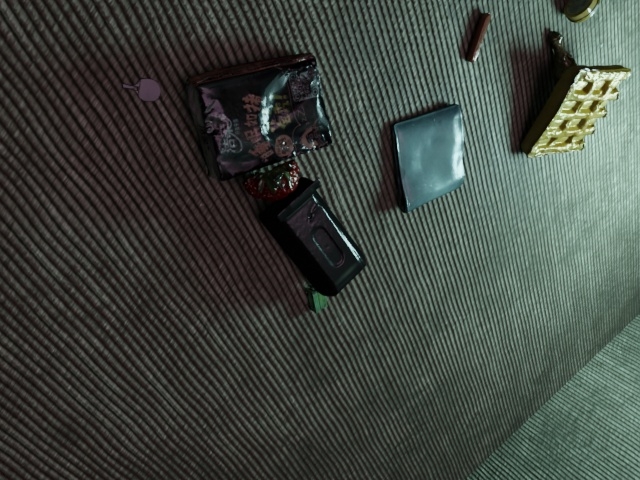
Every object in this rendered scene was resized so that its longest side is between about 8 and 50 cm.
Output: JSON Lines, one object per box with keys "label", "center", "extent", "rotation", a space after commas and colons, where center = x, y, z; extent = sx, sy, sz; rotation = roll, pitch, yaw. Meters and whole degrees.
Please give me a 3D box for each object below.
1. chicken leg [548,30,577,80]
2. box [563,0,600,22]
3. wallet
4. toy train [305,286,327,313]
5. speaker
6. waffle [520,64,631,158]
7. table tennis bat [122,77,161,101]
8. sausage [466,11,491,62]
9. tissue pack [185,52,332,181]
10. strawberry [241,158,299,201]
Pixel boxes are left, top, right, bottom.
{"label": "chicken leg", "center": [0.805, -0.606, 1.783], "extent": [0.069, 0.085, 0.198], "rotation": [-30, 114, 10]}
{"label": "box", "center": [0.837, -0.754, 1.714], "extent": [0.037, 0.105, 0.105], "rotation": [24, 97, -32]}
{"label": "wallet", "center": [0.337, -0.251, 1.652], "extent": [0.251, 0.054, 0.290], "rotation": [-25, 122, -23]}
{"label": "toy train", "center": [-0.012, 0.175, 1.632], "extent": [0.056, 0.038, 0.093], "rotation": [-27, 124, -28]}
{"label": "speaker", "center": [0.000, 0.000, 1.448], "extent": [0.180, 0.184, 0.388], "rotation": [-43, 122, -9]}
{"label": "waffle", "center": [0.869, -0.444, 1.829], "extent": [0.304, 0.077, 0.348], "rotation": [-10, 139, -28]}
{"label": "table tennis bat", "center": [-0.390, -0.330, 1.166], "extent": [0.083, 0.007, 0.050], "rotation": [0, 111, -35]}
{"label": "sausage", "center": [0.471, -0.604, 1.590], "extent": [0.035, 0.030, 0.147], "rotation": [4, 109, -35]}
{"label": "tissue pack", "center": [-0.142, -0.301, 1.276], "extent": [0.332, 0.123, 0.245], "rotation": [-23, 117, -26]}
{"label": "strawberry", "center": [-0.119, -0.136, 1.301], "extent": [0.140, 0.192, 0.085], "rotation": [-36, 104, -54]}
